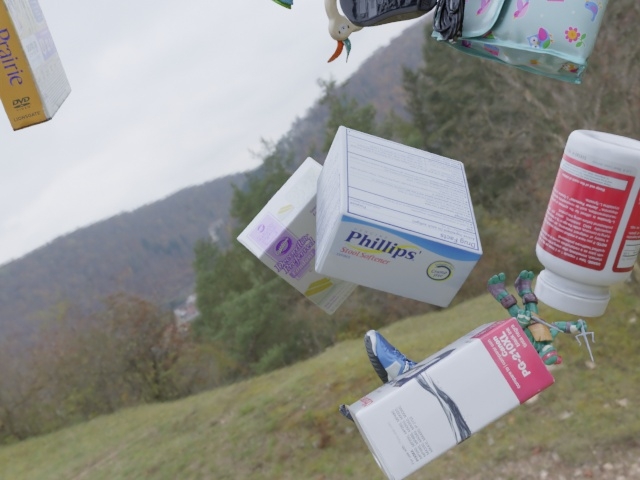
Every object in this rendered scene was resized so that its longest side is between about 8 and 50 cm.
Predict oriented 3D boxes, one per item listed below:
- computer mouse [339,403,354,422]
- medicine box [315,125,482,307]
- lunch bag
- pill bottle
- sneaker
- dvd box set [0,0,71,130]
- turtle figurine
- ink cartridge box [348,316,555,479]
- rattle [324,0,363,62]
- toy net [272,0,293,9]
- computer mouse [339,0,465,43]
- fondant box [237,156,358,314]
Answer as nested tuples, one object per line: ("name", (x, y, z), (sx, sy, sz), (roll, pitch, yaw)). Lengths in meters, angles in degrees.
("computer mouse", (0.158, 0.404, 1.774), (0.071, 0.242, 0.041), (-61, -11, -74))
("medicine box", (0.135, -0.049, 1.491), (0.289, 0.263, 0.149), (-88, 18, -50))
("lunch bag", (0.334, -0.401, 1.307), (0.160, 0.262, 0.223), (8, -80, -76))
("pill bottle", (0.646, -0.038, 1.889), (0.229, 0.408, 0.229), (11, 18, -4))
("sneaker", (0.155, 0.237, 1.410), (0.081, 0.211, 0.080), (-38, 5, 10))
("dvd box set", (-0.486, -0.394, 1.186), (0.062, 0.421, 0.307), (-18, 22, -5))
("turtle figurine", (0.440, 0.169, 1.629), (0.175, 0.234, 0.118), (10, -51, -39))
("ink cartridge box", (0.162, 0.206, 1.052), (0.237, 0.100, 0.172), (-31, -7, -6))
("rattle", (0.082, -0.504, 1.812), (0.142, 0.200, 0.130), (10, -7, 41))
("toy net", (-0.153, -0.650, 1.995), (0.122, 0.232, 0.045), (8, -61, -40))
("computer mouse", (0.145, -0.421, 1.343), (0.072, 0.189, 0.272), (-9, 13, -42))
("fondant box", (0.000, 0.000, 1.805), (0.238, 0.096, 0.330), (-49, -41, -1))
